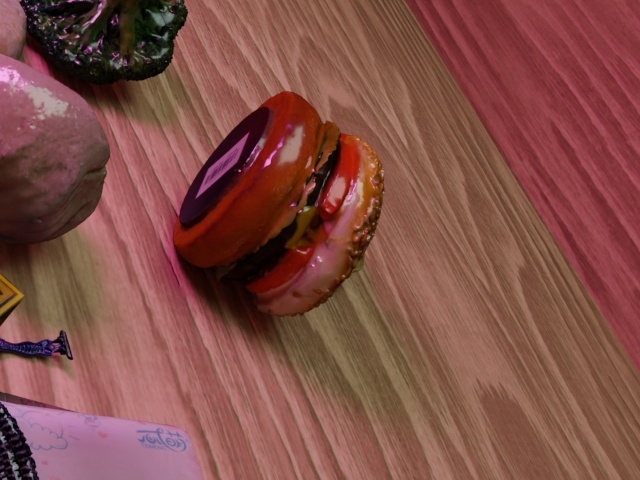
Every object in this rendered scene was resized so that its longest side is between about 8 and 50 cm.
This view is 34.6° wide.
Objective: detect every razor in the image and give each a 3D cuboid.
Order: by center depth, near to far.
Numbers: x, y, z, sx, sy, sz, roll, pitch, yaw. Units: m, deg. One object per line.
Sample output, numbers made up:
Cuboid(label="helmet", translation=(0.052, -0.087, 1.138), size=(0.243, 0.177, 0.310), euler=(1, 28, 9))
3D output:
Cuboid(label="razor", translation=(-0.372, 0.126, 1.247), size=(0.154, 0.028, 0.044), euler=(15, 40, -48))

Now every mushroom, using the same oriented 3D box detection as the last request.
Cuboid(label="mushroom", translation=(-0.520, -0.341, 1.632), size=(0.107, 0.087, 0.333), euler=(30, 28, -27))

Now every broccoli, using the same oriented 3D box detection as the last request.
Cuboid(label="broccoli", translation=(-0.362, -0.408, 1.738), size=(0.297, 0.297, 0.298), euler=(10, 63, -19))

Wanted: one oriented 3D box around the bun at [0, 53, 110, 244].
Cuboid(label="bun", translation=(-0.403, -0.104, 1.314), size=(0.281, 0.281, 0.205), euler=(30, 73, -29))

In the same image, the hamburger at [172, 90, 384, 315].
Cuboid(label="hamburger", translation=(-0.055, -0.054, 1.636), size=(0.250, 0.330, 0.330), euler=(38, 27, -20))

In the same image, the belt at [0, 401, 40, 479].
Cuboid(label="belt", translation=(-0.390, 0.209, 0.865), size=(0.324, 0.122, 0.260), euler=(31, 71, -6))

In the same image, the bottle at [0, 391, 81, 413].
Cuboid(label="bottle", translation=(-0.330, 0.208, 1.166), size=(0.140, 0.053, 0.053), euler=(24, 34, -36))

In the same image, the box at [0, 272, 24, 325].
Cuboid(label="box", translation=(-0.415, 0.124, 1.063), size=(0.064, 0.141, 0.220), euler=(43, 27, -2))

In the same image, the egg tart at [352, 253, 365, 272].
Cuboid(label="egg tart", translation=(0.000, 0.000, 1.910), size=(0.191, 0.074, 0.191), euler=(33, 30, -22))

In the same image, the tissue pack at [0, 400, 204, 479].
Cuboid(label="tissue pack", translation=(-0.253, 0.280, 1.077), size=(0.271, 0.124, 0.201), euler=(17, 36, -39))
